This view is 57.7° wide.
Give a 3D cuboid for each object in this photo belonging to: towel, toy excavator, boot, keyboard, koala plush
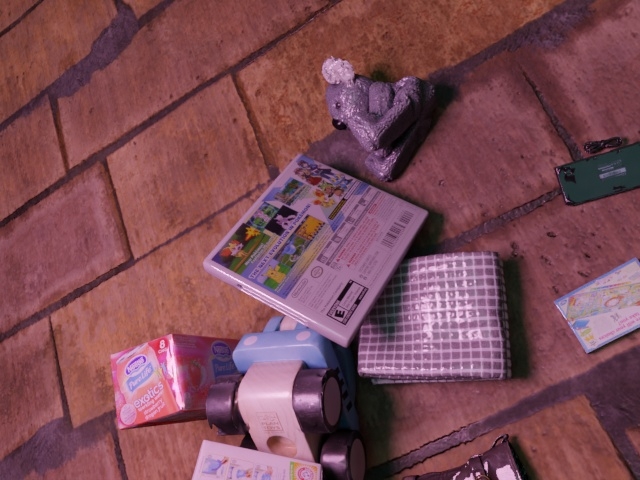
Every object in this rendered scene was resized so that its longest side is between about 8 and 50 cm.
[{"bbox_3d":[0.200,0.146,1.080,0.283,0.121,0.235,-7,74,24],"label":"towel"},{"bbox_3d":[-0.037,0.194,1.140,0.222,0.445,0.433,-9,115,21],"label":"toy excavator"},{"bbox_3d":[0.271,0.487,0.984,0.229,0.091,0.263,-24,67,19],"label":"boot"},{"bbox_3d":[0.523,-0.136,1.050,0.180,0.023,0.108,-17,78,20],"label":"keyboard"},{"bbox_3d":[0.101,-0.274,1.198,0.221,0.196,0.203,36,83,28],"label":"koala plush"}]

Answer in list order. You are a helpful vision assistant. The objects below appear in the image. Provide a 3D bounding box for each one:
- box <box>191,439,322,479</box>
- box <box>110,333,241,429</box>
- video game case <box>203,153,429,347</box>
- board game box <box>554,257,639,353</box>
[{"bbox_3d":[-0.109,0.419,0.942,0.203,0.103,0.114,13,122,-4],"label":"box"},{"bbox_3d":[-0.250,0.280,1.158,0.154,0.300,0.142,-21,70,20],"label":"box"},{"bbox_3d":[0.000,0.000,1.082,0.300,0.036,0.329,26,57,16],"label":"video game case"},{"bbox_3d":[0.500,0.113,0.999,0.154,0.026,0.103,-32,67,15],"label":"board game box"}]
